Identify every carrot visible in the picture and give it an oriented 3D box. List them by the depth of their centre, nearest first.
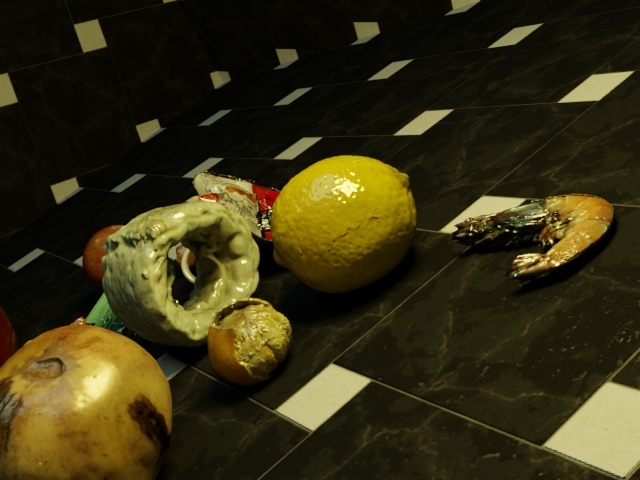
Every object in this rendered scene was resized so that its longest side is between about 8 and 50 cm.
[{"bbox_3d":[-0.250,0.004,2.197,0.205,0.072,0.072,-28,20,6],"label":"carrot"}]

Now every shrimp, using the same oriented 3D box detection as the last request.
[{"bbox_3d":[0.321,0.002,1.469,0.290,0.054,0.222,-7,30,38],"label":"shrimp"}]

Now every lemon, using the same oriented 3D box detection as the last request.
[{"bbox_3d":[0.041,-0.030,1.655,0.267,0.267,0.267,-25,20,10],"label":"lemon"}]

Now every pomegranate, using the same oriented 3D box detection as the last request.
[{"bbox_3d":[-0.377,0.288,1.401,0.322,0.322,0.322,-25,20,10],"label":"pomegranate"}]

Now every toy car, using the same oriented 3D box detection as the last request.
[{"bbox_3d":[-0.429,0.168,1.984,0.141,0.097,0.321,-3,37,22],"label":"toy car"}]

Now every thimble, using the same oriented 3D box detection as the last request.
[{"bbox_3d":[-0.278,0.061,1.791,0.195,0.291,0.291,-6,30,48],"label":"thimble"}]

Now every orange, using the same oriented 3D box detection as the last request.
[{"bbox_3d":[-0.123,0.169,1.559,0.156,0.134,0.156,-35,24,18],"label":"orange"}]

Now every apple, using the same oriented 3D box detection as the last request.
[{"bbox_3d":[-0.498,0.050,2.288,0.168,0.181,0.181,20,48,35],"label":"apple"}]

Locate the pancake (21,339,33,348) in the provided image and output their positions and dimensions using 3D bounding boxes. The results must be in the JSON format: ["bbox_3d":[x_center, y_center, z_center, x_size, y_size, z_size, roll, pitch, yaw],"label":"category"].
[{"bbox_3d":[-0.596,0.318,1.770,0.282,0.049,0.282,-50,29,43],"label":"pancake"}]

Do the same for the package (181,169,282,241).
[{"bbox_3d":[-0.152,-0.071,1.941,0.194,0.269,0.071,-78,8,-47],"label":"package"}]

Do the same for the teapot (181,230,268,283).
[{"bbox_3d":[-0.186,-0.010,2.067,0.298,0.139,0.204,-28,-7,11],"label":"teapot"}]

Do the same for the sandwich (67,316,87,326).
[{"bbox_3d":[-0.500,0.262,1.798,0.185,0.160,0.109,-27,12,19],"label":"sandwich"}]

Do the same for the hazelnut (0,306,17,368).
[{"bbox_3d":[-0.856,0.286,1.954,0.429,0.402,0.402,-36,21,-13],"label":"hazelnut"}]
